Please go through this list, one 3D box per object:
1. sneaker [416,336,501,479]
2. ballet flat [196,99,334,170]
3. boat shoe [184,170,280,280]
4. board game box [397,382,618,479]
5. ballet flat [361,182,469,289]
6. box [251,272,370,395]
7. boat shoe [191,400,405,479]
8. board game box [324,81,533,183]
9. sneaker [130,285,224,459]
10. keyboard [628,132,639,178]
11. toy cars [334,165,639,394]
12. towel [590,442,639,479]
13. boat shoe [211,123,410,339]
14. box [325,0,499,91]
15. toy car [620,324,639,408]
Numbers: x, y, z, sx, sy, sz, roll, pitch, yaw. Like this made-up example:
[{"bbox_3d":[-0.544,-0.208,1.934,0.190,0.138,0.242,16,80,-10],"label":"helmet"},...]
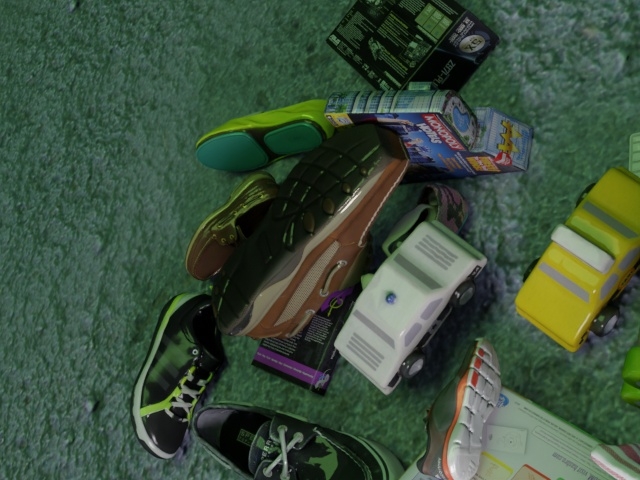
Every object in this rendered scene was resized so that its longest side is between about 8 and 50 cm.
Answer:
[{"bbox_3d":[0.129,0.161,1.118,0.065,0.061,0.158,-7,44,37],"label":"sneaker"},{"bbox_3d":[-0.070,-0.150,1.585,0.231,0.077,0.077,-9,42,37],"label":"ballet flat"},{"bbox_3d":[-0.117,-0.013,1.552,0.178,0.064,0.060,-49,42,9],"label":"boat shoe"},{"bbox_3d":[0.148,0.302,1.056,0.316,0.064,0.242,-45,40,-14],"label":"board game box"},{"bbox_3d":[0.095,0.034,1.315,0.077,0.079,0.222,21,84,58],"label":"ballet flat"},{"bbox_3d":[-0.011,0.100,1.419,0.116,0.029,0.162,17,82,46],"label":"box"},{"bbox_3d":[-0.036,0.247,1.310,0.301,0.102,0.108,16,80,47],"label":"boat shoe"},{"bbox_3d":[0.134,-0.127,1.314,0.194,0.194,0.060,2,70,29],"label":"board game box"},{"bbox_3d":[-0.179,0.168,1.501,0.097,0.084,0.235,-10,63,39],"label":"sneaker"},{"bbox_3d":[0.422,-0.091,1.122,0.256,0.014,0.072,-8,64,41],"label":"keyboard"},{"bbox_3d":[0.177,0.039,1.179,0.393,0.087,0.177,-16,71,23],"label":"toy cars"},{"bbox_3d":[0.328,0.200,0.926,0.144,0.197,0.029,30,107,47],"label":"towel"},{"bbox_3d":[0.000,0.000,1.334,0.324,0.120,0.123,-47,38,31],"label":"boat shoe"},{"bbox_3d":[0.113,-0.254,1.451,0.147,0.077,0.180,-51,44,11],"label":"box"},{"bbox_3d":[0.379,0.087,1.014,0.188,0.149,0.155,16,74,19],"label":"toy car"}]
